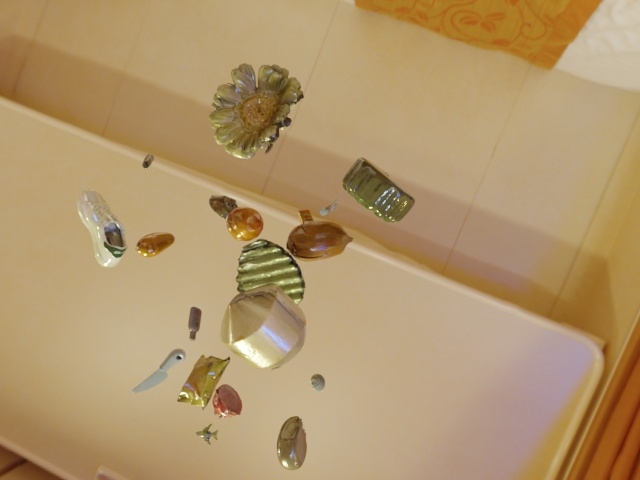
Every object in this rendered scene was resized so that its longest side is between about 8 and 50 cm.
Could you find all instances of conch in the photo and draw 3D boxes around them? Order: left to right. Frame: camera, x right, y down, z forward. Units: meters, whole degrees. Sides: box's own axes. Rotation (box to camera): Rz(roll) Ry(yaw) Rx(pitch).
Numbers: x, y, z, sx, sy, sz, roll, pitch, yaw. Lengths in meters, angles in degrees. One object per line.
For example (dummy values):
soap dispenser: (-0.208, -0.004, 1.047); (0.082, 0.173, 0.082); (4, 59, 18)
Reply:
conch: (-0.006, 0.653, 1.996); (0.085, 0.057, 0.076); (25, -140, -36)

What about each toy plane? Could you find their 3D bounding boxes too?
toy plane: (-0.547, 0.932, 2.085); (0.111, 0.102, 0.040); (3, 178, 0)

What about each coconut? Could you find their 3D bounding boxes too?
coconut: (-0.216, 0.307, 1.606); (0.324, 0.322, 0.323); (22, -177, -1)

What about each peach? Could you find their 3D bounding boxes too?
peach: (-0.291, -0.065, 1.646); (0.138, 0.137, 0.138); (22, -177, -1)

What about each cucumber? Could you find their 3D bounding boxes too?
cucumber: (-0.666, -0.303, 1.669); (0.032, 0.032, 0.133); (21, -161, -20)

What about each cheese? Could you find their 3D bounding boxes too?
cheese: (-0.112, 0.833, 1.749); (0.091, 0.202, 0.175); (-1, -148, 14)

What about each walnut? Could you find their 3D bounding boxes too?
walnut: (0.000, 0.000, 2.118); (0.337, 0.208, 0.209); (-4, -169, -15)

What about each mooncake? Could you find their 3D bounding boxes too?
mooncake: (0.270, -0.234, 2.063); (0.351, 0.187, 0.351); (37, -164, -13)

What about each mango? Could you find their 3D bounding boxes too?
mango: (-0.751, 0.013, 1.961); (0.115, 0.089, 0.178); (18, -144, 20)

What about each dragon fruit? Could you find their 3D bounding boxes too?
dragon fruit: (-0.427, 0.710, 1.872); (0.153, 0.111, 0.153); (48, -173, -8)

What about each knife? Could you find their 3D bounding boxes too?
knife: (-0.747, 0.621, 2.027); (0.080, 0.331, 0.044); (39, -165, -31)

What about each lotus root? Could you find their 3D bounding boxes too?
lotus root: (-0.553, -0.208, 2.558); (0.204, 0.078, 0.183); (42, -156, -17)

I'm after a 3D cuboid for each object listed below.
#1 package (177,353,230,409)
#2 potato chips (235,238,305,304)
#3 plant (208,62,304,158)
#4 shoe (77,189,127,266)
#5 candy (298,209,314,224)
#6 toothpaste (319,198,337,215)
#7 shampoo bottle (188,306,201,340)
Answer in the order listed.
package: (-0.466, 0.557, 1.731); (0.169, 0.226, 0.090); (-3, 140, 32)
potato chips: (-0.252, 0.165, 2.078); (0.430, 0.357, 0.070); (-12, 180, 37)
plant: (-0.192, -0.375, 1.383); (0.307, 0.261, 0.296); (-14, 146, -2)
shoe: (-0.652, -0.055, 1.320); (0.095, 0.110, 0.264); (-10, -107, -53)
candy: (-0.075, -0.111, 2.234); (0.062, 0.037, 0.121); (-4, -144, -15)
toothpaste: (0.047, -0.158, 2.105); (0.036, 0.056, 0.205); (14, -161, 17)
shampoo bottle: (-0.632, 0.419, 2.171); (0.040, 0.165, 0.080); (-12, 147, 15)
